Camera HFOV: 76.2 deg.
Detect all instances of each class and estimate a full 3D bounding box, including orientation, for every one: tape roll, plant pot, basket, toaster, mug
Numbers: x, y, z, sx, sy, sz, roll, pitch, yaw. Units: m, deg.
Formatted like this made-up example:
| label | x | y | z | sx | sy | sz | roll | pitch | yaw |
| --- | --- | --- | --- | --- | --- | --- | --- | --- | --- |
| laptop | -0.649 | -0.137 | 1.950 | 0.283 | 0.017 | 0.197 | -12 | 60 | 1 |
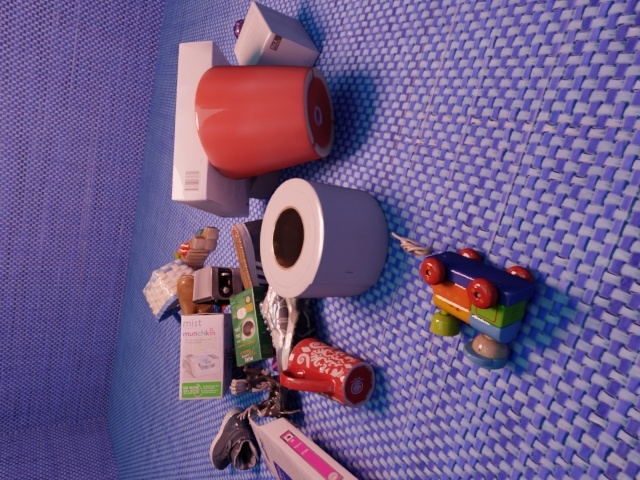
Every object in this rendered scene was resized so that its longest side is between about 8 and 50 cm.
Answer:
| label | x | y | z | sx | sy | sz | roll | pitch | yaw |
| --- | --- | --- | --- | --- | --- | --- | --- | --- | --- |
| tape roll | 0.000 | 0.000 | 0.870 | 0.246 | 0.169 | 0.246 | -10 | 77 | 54 |
| plant pot | -0.110 | -0.280 | 0.948 | 0.243 | 0.275 | 0.275 | 0 | 85 | 21 |
| tape roll | -0.201 | -0.238 | 1.255 | 0.219 | 0.072 | 0.219 | -11 | 77 | 53 |
| basket | -0.525 | 0.233 | 1.565 | 0.289 | 0.201 | 0.255 | 54 | 132 | 5 |
| toaster | -0.291 | 0.145 | 1.258 | 0.185 | 0.168 | 0.110 | -20 | 68 | 50 |
| mug | 0.012 | 0.290 | 0.852 | 0.169 | 0.150 | 0.113 | 3 | 123 | 50 |

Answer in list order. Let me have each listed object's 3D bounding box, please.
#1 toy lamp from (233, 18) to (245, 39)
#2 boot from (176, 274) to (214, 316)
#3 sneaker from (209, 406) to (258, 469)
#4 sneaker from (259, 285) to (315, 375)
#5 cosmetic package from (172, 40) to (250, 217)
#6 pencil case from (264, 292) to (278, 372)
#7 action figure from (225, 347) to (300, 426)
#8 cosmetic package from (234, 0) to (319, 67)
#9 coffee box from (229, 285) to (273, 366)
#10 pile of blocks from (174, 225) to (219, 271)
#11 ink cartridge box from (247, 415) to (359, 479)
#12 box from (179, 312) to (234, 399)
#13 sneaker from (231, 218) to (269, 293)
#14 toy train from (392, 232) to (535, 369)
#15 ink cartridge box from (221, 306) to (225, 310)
| label | x | y | z | sx | sy | sz | roll | pitch | yaw |
| --- | --- | --- | --- | --- | --- | --- | --- | --- | --- |
| toy lamp | -0.196 | -0.666 | 1.290 | 0.274 | 0.080 | 0.080 | 36 | 115 | 49 |
| boot | -0.430 | 0.269 | 1.403 | 0.115 | 0.112 | 0.305 | -83 | -17 | -73 |
| sneaker | -0.262 | 0.649 | 1.228 | 0.163 | 0.086 | 0.226 | 41 | 118 | 51 |
| sneaker | -0.085 | 0.190 | 0.995 | 0.122 | 0.110 | 0.283 | -9 | 68 | 27 |
| cosmetic package | -0.268 | -0.264 | 1.068 | 0.097 | 0.284 | 0.377 | 0 | 84 | 12 |
| pencil case | -0.116 | 0.244 | 1.070 | 0.098 | 0.095 | 0.209 | -40 | 54 | 21 |
| action figure | -0.163 | 0.401 | 1.070 | 0.275 | 0.141 | 0.164 | 29 | 130 | 53 |
| cosmetic package | -0.124 | -0.515 | 1.111 | 0.151 | 0.151 | 0.184 | -53 | 46 | 37 |
| coffee box | -0.180 | 0.221 | 1.046 | 0.113 | 0.040 | 0.184 | -30 | 63 | 39 |
| pile of blocks | -0.528 | 0.038 | 1.639 | 0.362 | 0.112 | 0.149 | -47 | 51 | 40 |
| ink cartridge box | -0.028 | 0.513 | 0.886 | 0.371 | 0.069 | 0.176 | 6 | 117 | 52 |
| box | -0.339 | 0.338 | 1.242 | 0.262 | 0.126 | 0.231 | 116 | 153 | -79 |
| sneaker | -0.144 | 0.059 | 1.130 | 0.099 | 0.153 | 0.282 | 42 | 146 | 45 |
| toy train | 0.201 | 0.087 | 0.655 | 0.248 | 0.105 | 0.143 | 27 | 121 | 52 |
| ink cartridge box | -0.345 | 0.192 | 1.441 | 0.115 | 0.029 | 0.063 | -60 | 43 | 30 |
